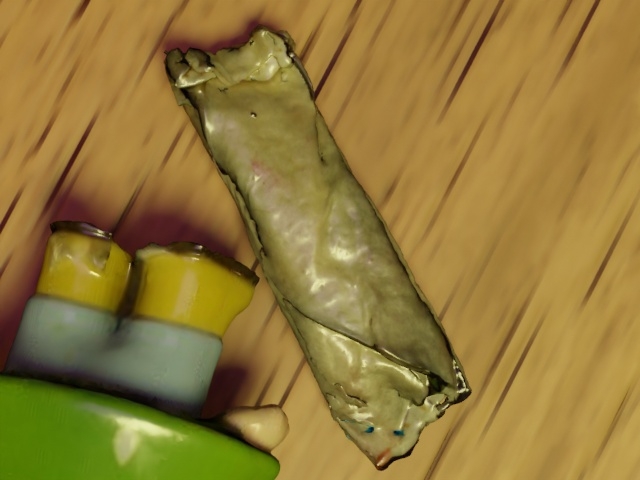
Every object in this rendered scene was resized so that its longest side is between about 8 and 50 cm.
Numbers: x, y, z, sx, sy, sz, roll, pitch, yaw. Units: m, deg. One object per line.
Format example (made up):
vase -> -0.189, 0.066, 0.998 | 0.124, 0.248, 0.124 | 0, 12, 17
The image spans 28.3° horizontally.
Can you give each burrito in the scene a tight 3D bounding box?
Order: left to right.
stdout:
burrito -> 0.000, 0.000, 0.466 | 0.051, 0.042, 0.171 | -28, 87, -6

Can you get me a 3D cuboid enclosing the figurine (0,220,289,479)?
figurine -> -0.092, 0.125, 0.415 | 0.162, 0.143, 0.263 | 13, 76, 1
